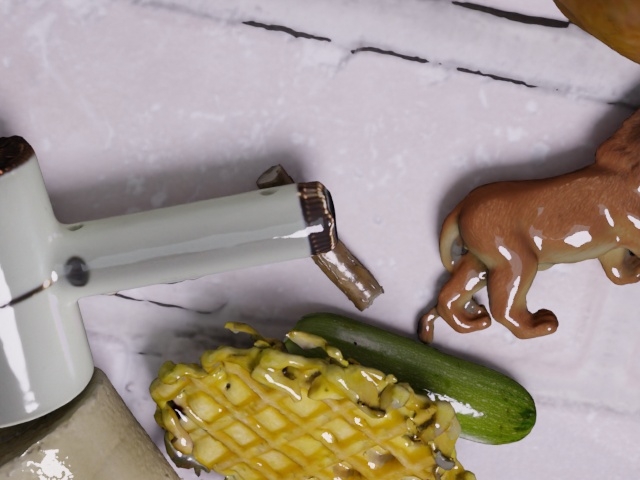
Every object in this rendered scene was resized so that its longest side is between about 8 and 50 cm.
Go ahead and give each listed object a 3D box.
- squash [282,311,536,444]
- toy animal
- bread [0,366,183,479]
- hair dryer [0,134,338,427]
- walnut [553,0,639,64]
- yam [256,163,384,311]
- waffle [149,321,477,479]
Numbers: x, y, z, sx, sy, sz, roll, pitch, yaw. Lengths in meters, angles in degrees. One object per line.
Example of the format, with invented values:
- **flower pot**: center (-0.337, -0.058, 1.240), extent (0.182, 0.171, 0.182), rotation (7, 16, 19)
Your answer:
- **squash**: center (0.076, 0.121, 0.947), extent (0.239, 0.069, 0.069), rotation (20, 109, -12)
- **toy animal**: center (0.209, -0.020, 0.895), extent (0.312, 0.097, 0.157), rotation (-18, 101, 6)
- **bread**: center (-0.208, 0.200, 0.919), extent (0.148, 0.134, 0.141), rotation (-39, 114, -23)
- **hair dryer**: center (-0.143, 0.011, 0.858), extent (0.362, 0.128, 0.203), rotation (-10, 112, 0)
- **walnut**: center (0.281, -0.199, 0.763), extent (0.298, 0.203, 0.203), rotation (-8, 112, -7)
- **yam**: center (0.000, 0.000, 0.914), extent (0.032, 0.032, 0.145), rotation (-36, 108, 10)
- **waffle**: center (-0.005, 0.179, 0.931), extent (0.281, 0.060, 0.262), rotation (5, 134, 12)
